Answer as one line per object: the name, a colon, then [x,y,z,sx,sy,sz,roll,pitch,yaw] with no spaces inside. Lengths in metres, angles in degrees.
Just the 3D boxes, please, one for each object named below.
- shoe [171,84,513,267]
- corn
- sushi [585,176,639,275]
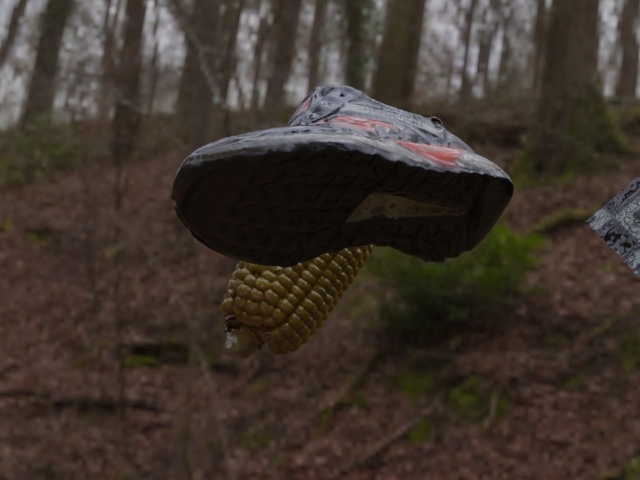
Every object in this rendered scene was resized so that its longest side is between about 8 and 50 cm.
shoe: [0.005,-0.077,1.364,0.336,0.171,0.132,2,-50,-37]
corn: [0.000,0.000,1.888,0.130,0.347,0.130,37,-5,4]
sushi: [0.485,-0.061,1.607,0.064,0.359,0.343,45,7,-40]
